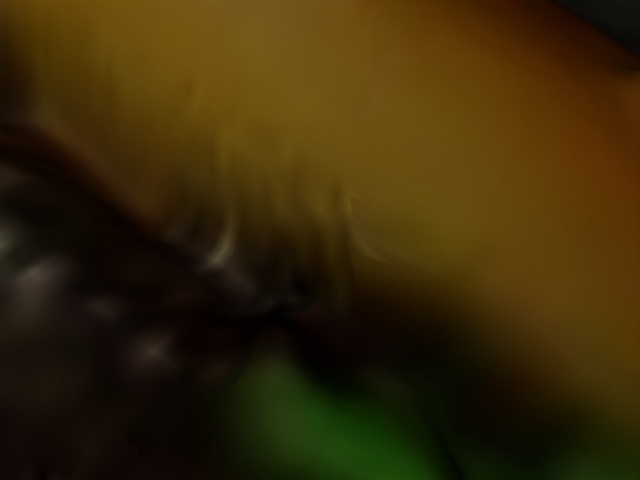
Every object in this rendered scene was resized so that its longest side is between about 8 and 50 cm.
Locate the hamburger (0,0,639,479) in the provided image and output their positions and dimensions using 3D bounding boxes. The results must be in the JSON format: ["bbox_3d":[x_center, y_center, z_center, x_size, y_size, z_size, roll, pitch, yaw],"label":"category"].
[{"bbox_3d":[-0.002,0.072,0.503,0.395,0.277,0.396,38,172,6],"label":"hamburger"}]
